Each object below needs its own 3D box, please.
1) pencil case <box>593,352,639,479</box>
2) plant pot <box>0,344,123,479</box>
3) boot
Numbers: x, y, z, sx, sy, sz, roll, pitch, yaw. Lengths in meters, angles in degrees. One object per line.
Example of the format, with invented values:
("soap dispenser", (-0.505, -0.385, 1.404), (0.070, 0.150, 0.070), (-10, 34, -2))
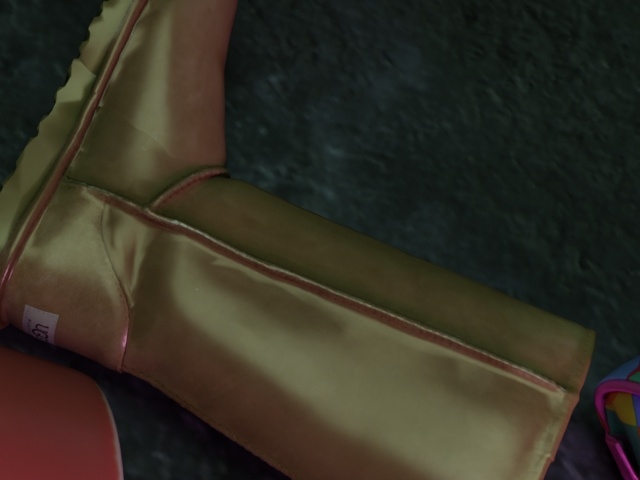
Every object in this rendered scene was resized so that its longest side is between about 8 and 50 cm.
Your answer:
("pencil case", (0.229, 0.042, 0.934), (0.236, 0.104, 0.104), (-36, 72, -30))
("plant pot", (-0.211, 0.127, 0.704), (0.243, 0.275, 0.275), (8, 57, -20))
("boot", (0.000, 0.000, 0.918), (0.269, 0.089, 0.236), (25, 70, 4))
